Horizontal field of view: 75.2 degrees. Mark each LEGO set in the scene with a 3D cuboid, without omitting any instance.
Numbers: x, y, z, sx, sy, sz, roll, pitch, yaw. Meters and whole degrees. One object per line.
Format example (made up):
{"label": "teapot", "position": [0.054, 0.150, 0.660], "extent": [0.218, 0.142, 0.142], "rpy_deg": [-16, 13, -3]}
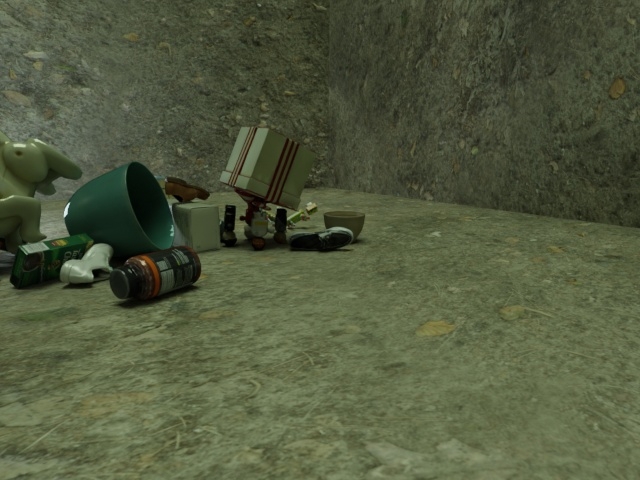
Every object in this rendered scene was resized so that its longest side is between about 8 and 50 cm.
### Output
{"label": "LEGO set", "position": [-0.136, -0.099, 1.817], "extent": [0.287, 0.132, 0.107], "rpy_deg": [2, 19, -24]}

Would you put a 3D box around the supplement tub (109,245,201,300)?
{"label": "supplement tub", "position": [-0.389, 0.078, 0.986], "extent": [0.106, 0.106, 0.198], "rpy_deg": [8, 14, 31]}

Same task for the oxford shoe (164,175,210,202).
{"label": "oxford shoe", "position": [-0.484, -0.169, 1.504], "extent": [0.076, 0.076, 0.212], "rpy_deg": [5, -5, 26]}

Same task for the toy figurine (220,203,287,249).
{"label": "toy figurine", "position": [-0.239, -0.049, 1.528], "extent": [0.210, 0.148, 0.213], "rpy_deg": [13, 14, 25]}

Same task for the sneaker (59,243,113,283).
{"label": "sneaker", "position": [-0.601, 0.071, 1.127], "extent": [0.094, 0.080, 0.212], "rpy_deg": [12, 17, -3]}

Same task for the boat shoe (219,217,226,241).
{"label": "boat shoe", "position": [-0.442, -0.048, 1.686], "extent": [0.099, 0.116, 0.319], "rpy_deg": [42, -13, -22]}

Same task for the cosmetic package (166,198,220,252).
{"label": "cosmetic package", "position": [-0.496, -0.061, 1.515], "extent": [0.309, 0.160, 0.113], "rpy_deg": [13, 17, 43]}

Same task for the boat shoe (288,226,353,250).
{"label": "boat shoe", "position": [0.000, 0.000, 1.445], "extent": [0.229, 0.080, 0.076], "rpy_deg": [0, 18, 4]}

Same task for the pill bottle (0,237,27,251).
{"label": "pill bottle", "position": [-1.058, -0.052, 1.304], "extent": [0.246, 0.130, 0.130], "rpy_deg": [25, -6, -40]}

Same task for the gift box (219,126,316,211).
{"label": "gift box", "position": [-0.176, -0.238, 1.509], "extent": [0.276, 0.258, 0.255], "rpy_deg": [22, 1, -34]}

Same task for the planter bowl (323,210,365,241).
{"label": "planter bowl", "position": [0.091, -0.051, 1.605], "extent": [0.162, 0.109, 0.162], "rpy_deg": [0, 11, 0]}

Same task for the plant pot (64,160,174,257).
{"label": "plant pot", "position": [-0.642, -0.076, 1.315], "extent": [0.235, 0.293, 0.293], "rpy_deg": [-17, 12, 2]}

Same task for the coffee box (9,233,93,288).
{"label": "coffee box", "position": [-0.699, 0.050, 1.091], "extent": [0.040, 0.113, 0.184], "rpy_deg": [35, 21, 13]}

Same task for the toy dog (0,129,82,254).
{"label": "toy dog", "position": [-0.932, -0.111, 1.130], "extent": [0.285, 0.395, 0.407], "rpy_deg": [-7, 51, 29]}

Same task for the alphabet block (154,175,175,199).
{"label": "alphabet block", "position": [-0.732, -0.170, 1.807], "extent": [0.194, 0.197, 0.192], "rpy_deg": [-1, 3, 16]}
